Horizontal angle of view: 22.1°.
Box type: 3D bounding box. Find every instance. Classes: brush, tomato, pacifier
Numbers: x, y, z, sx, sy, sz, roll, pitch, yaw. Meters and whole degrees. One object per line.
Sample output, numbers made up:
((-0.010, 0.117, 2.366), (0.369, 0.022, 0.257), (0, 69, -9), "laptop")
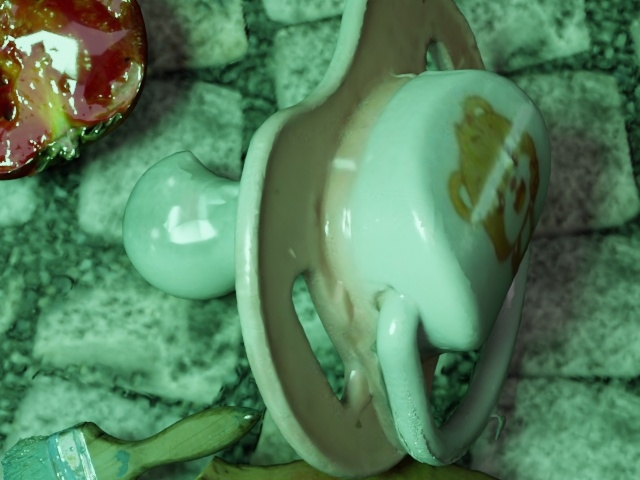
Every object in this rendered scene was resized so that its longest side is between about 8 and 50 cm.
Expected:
((-0.112, 0.130, 0.978), (0.196, 0.021, 0.070), (-22, 81, 28), "brush")
((-0.184, -0.108, 1.036), (0.159, 0.091, 0.139), (-31, 88, -4), "tomato")
((0.020, -0.014, 0.972), (0.273, 0.220, 0.332), (24, 48, 5), "pacifier")

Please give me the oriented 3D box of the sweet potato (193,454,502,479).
((0.072, 0.192, 0.989), (0.336, 0.131, 0.131), (2, 79, -5), "sweet potato")
